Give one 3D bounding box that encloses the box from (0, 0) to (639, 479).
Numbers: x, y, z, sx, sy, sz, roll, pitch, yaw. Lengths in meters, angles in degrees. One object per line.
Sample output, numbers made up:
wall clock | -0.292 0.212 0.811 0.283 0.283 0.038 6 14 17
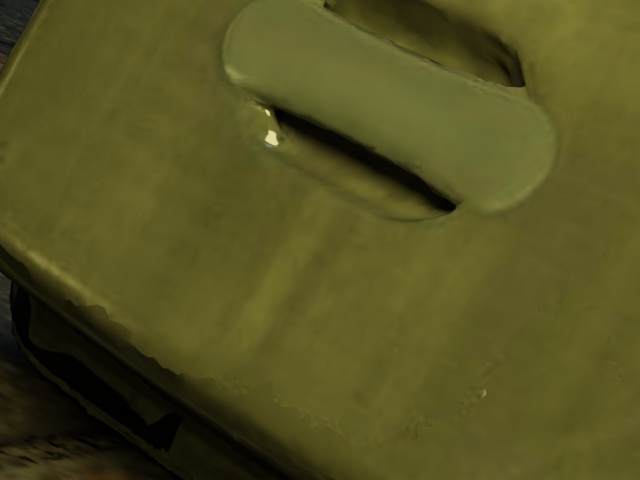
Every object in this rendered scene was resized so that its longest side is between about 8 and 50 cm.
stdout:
box | 0.055 -0.007 0.510 0.290 0.220 0.166 28 -2 37
